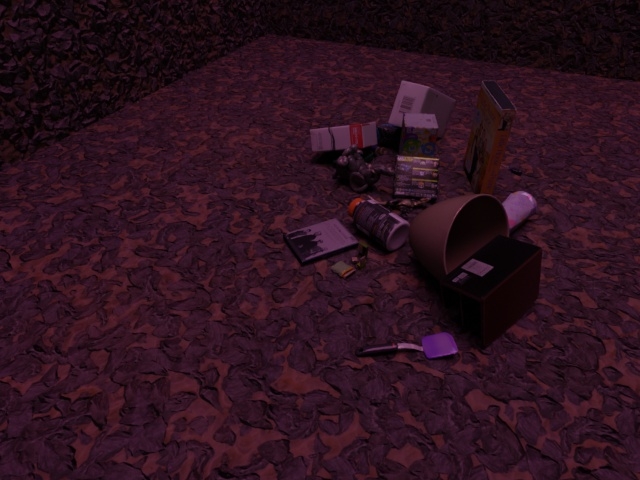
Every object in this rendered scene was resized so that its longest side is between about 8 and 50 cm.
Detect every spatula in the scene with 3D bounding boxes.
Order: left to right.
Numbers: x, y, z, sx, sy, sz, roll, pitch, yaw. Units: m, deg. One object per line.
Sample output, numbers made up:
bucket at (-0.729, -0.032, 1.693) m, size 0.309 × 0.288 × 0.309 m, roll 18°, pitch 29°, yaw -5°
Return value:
spatula at (0.250, 0.317, 1.330) m, size 0.297 × 0.030 × 0.084 m, roll -3°, pitch 39°, yaw -2°

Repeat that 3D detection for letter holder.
letter holder at (0.538, 0.157, 1.403) m, size 0.302 × 0.214 × 0.152 m, roll -31°, pitch 34°, yaw -26°

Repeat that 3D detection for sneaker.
sneaker at (0.420, -0.528, 2.279) m, size 0.341 × 0.125 × 0.140 m, roll 30°, pitch 44°, yaw 28°

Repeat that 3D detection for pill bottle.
pill bottle at (0.215, -0.073, 1.724) m, size 0.130 × 0.130 × 0.246 m, roll -27°, pitch 47°, yaw -28°

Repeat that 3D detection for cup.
cup at (0.445, -0.007, 1.538) m, size 0.331 × 0.331 × 0.237 m, roll -26°, pitch 24°, yaw -27°

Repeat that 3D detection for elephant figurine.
elephant figurine at (0.188, -0.297, 1.990) m, size 0.239 × 0.186 × 0.169 m, roll 42°, pitch 88°, yaw 8°

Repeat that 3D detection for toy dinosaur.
toy dinosaur at (0.325, -0.152, 1.875) m, size 0.268 × 0.064 × 0.118 m, roll 5°, pitch 24°, yaw 9°

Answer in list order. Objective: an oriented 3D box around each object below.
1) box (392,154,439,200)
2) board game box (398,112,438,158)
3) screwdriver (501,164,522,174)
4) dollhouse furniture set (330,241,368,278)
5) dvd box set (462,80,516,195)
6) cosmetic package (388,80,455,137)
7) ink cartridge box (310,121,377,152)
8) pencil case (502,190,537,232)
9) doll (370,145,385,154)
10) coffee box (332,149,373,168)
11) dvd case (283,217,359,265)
box at (0.415, -0.271, 1.943) m, size 0.191 × 0.045 × 0.184 m, roll 4°, pitch 78°, yaw 4°
board game box at (0.431, -0.415, 2.021) m, size 0.142 × 0.275 × 0.144 m, roll 2°, pitch 40°, yaw 4°
screwdriver at (0.889, -0.356, 2.143) m, size 0.024 × 0.025 × 0.170 m, roll -24°, pitch 46°, yaw -26°
dollhouse furniture set at (0.112, 0.068, 1.609) m, size 0.152 × 0.058 × 0.076 m, roll -31°, pitch 48°, yaw -32°
dvd box set at (0.710, -0.424, 1.918) m, size 0.062 × 0.420 × 0.307 m, roll 0°, pitch 40°, yaw 1°
cosmetic package at (0.515, -0.649, 2.247) m, size 0.156 × 0.217 × 0.385 m, roll 28°, pitch 22°, yaw 31°
ink cartridge box at (0.112, -0.497, 2.160) m, size 0.273 × 0.114 × 0.197 m, roll 0°, pitch 16°, yaw 27°
pencil case at (0.733, -0.097, 1.761) m, size 0.273 × 0.113 × 0.124 m, roll -29°, pitch 56°, yaw -31°
doll at (0.235, -0.490, 2.286) m, size 0.129 × 0.046 × 0.189 m, roll -6°, pitch 32°, yaw -43°
coffee box at (0.160, -0.389, 2.176) m, size 0.113 × 0.040 × 0.184 m, roll 26°, pitch 47°, yaw 31°
dvd case at (0.000, 0.000, 1.717) m, size 0.239 × 0.029 × 0.179 m, roll -17°, pitch 42°, yaw -20°
